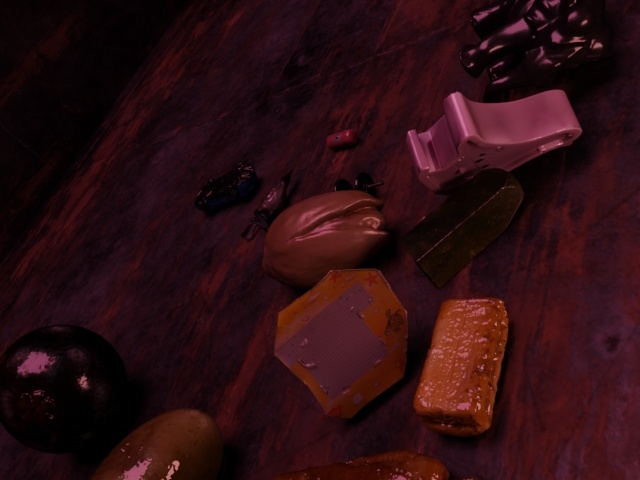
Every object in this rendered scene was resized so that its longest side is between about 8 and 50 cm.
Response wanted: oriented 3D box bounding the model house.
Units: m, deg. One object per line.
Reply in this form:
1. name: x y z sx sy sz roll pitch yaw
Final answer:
1. model house: 0.048 0.156 1.197 0.219 0.207 0.136 -42 -4 3

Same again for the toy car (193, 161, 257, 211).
1. toy car: -0.251 -0.132 1.901 0.216 0.063 0.103 -23 37 39

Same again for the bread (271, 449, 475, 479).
1. bread: 0.054 0.354 1.005 0.344 0.084 0.124 -22 39 30

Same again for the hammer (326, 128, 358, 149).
1. hammer: 0.051 -0.242 1.719 0.083 0.043 0.043 -7 47 43

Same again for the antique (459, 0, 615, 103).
1. antique: 0.423 -0.406 1.377 0.255 0.185 0.322 -15 39 39

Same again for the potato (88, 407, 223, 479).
1. potato: -0.287 0.416 1.202 0.173 0.210 0.307 25 62 27

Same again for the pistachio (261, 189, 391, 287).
1. pistachio: 0.000 0.000 1.399 0.293 0.181 0.162 -28 73 28

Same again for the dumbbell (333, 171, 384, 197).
1. dumbbell: 0.072 -0.104 1.516 0.147 0.069 0.069 -14 43 37

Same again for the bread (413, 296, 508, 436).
1. bread: 0.208 0.178 1.039 0.114 0.083 0.211 -6 48 37

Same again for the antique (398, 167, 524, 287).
1. antique: 0.250 -0.028 1.233 0.221 0.080 0.081 -40 34 3

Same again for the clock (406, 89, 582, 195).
1. clock: 0.278 -0.177 1.193 0.275 0.290 0.080 -22 76 21

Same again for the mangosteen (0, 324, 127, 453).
1. mangosteen: -0.546 0.311 1.535 0.288 0.288 0.288 -28 36 23

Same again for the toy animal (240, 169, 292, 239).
1. toy animal: -0.117 -0.091 1.711 0.202 0.070 0.105 -61 18 -19
